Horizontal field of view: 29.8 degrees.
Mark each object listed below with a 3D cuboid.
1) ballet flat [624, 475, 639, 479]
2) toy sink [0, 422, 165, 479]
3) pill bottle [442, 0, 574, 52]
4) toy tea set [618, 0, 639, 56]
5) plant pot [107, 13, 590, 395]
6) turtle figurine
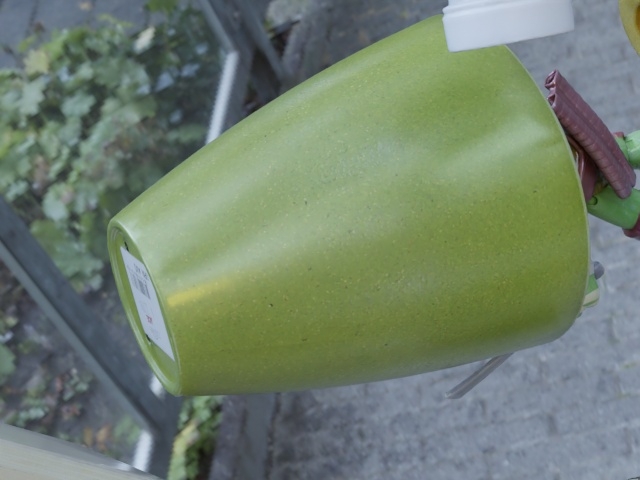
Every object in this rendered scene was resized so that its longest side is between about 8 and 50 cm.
[{"bbox_3d":[0.280,0.418,0.874,0.164,0.182,0.482,-22,76,38],"label":"ballet flat"},{"bbox_3d":[-0.243,0.188,0.808,0.153,0.234,0.131,8,77,48],"label":"toy sink"},{"bbox_3d":[0.106,-0.214,0.754,0.108,0.180,0.108,-10,9,2],"label":"pill bottle"},{"bbox_3d":[0.188,-0.035,0.506,0.124,0.336,0.200,-37,7,-8],"label":"toy tea set"},{"bbox_3d":[0.000,0.000,0.911,0.294,0.274,0.275,-20,36,-20],"label":"plant pot"},{"bbox_3d":[0.206,-0.021,1.084,0.266,0.274,0.198,2,15,-22],"label":"turtle figurine"}]
